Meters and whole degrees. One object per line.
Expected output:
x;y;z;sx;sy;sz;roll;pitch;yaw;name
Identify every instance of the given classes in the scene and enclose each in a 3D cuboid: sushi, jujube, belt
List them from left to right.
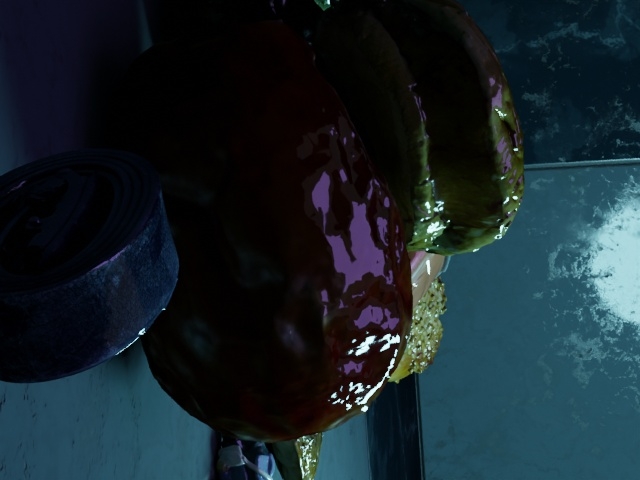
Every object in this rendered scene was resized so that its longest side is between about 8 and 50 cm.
-0.167;0.017;0.873;0.190;0.141;0.082;-75;158;-57;belt
-0.083;-0.215;1.417;0.172;0.150;0.153;49;3;22;sushi
-0.054;-0.005;1.253;0.276;0.276;0.377;-33;104;-79;jujube

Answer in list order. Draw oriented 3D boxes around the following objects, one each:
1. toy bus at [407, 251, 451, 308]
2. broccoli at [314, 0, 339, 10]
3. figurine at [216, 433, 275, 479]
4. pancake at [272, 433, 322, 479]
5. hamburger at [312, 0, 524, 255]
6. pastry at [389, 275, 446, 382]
0.000;0.000;1.557;0.194;0.287;0.232;93;20;-60;toy bus
-0.013;-0.400;1.629;0.283;0.321;0.304;51;19;8;broccoli
-0.083;0.284;1.548;0.087;0.086;0.149;130;-50;-69;figurine
-0.037;0.149;1.797;0.387;0.082;0.387;-4;90;-84;pancake
0.103;-0.109;1.324;0.211;0.132;0.309;38;-33;48;hamburger
0.141;0.121;2.566;0.316;0.184;0.284;-54;140;-74;pastry
